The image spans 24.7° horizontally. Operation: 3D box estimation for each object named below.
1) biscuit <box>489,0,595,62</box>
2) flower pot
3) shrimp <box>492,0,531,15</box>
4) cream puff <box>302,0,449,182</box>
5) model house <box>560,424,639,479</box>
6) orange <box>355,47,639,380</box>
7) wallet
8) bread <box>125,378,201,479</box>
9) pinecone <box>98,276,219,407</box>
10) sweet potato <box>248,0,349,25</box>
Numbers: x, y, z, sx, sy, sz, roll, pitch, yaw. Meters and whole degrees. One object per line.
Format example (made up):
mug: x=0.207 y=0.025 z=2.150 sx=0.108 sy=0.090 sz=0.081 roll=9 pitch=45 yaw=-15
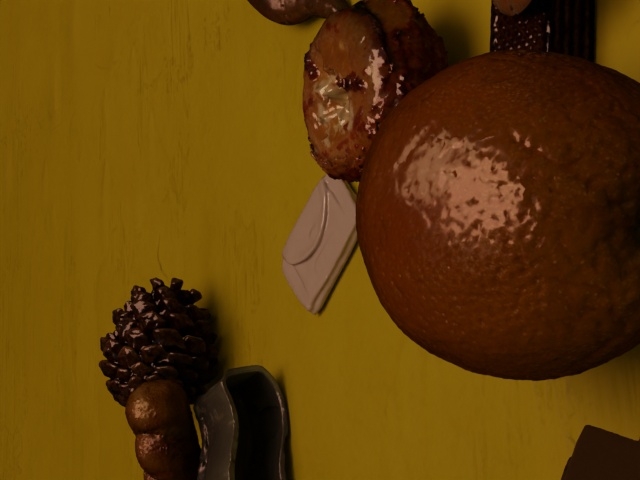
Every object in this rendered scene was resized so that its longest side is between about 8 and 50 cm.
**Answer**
biscuit: x=0.245 y=-0.238 z=1.619 sx=0.106 sy=0.070 sz=0.252 roll=-9 pitch=76 yaw=58
flower pot: x=-0.110 y=0.298 z=2.039 sx=0.108 sy=0.103 sz=0.229 roll=-37 pitch=53 yaw=50
shrimp: x=0.227 y=-0.312 z=1.530 sx=0.217 sy=0.051 sz=0.115 roll=133 pitch=131 yaw=-63
cream puff: x=0.074 y=-0.186 z=1.800 sx=0.240 sy=0.164 sz=0.240 roll=175 pitch=90 yaw=-68
model house: x=0.299 y=0.294 z=1.377 sx=0.248 sy=0.181 sz=0.176 roll=94 pitch=-158 yaw=-46
orange: x=0.204 y=-0.023 z=1.412 sx=0.357 sy=0.322 sz=0.322 roll=14 pitch=95 yaw=56
wallet: x=0.000 y=0.000 z=1.997 sx=0.183 sy=0.032 sz=0.124 roll=-61 pitch=40 yaw=28
bread: x=-0.198 y=0.357 z=2.117 sx=0.084 sy=0.124 sz=0.344 roll=-6 pitch=111 yaw=23
pinecone: x=-0.247 y=0.164 z=2.217 sx=0.184 sy=0.179 sz=0.204 roll=-18 pitch=54 yaw=10
sweet potato: x=-0.064 y=-0.381 z=2.140 sx=0.108 sy=0.079 sz=0.346 roll=-54 pitch=43 yaw=18
